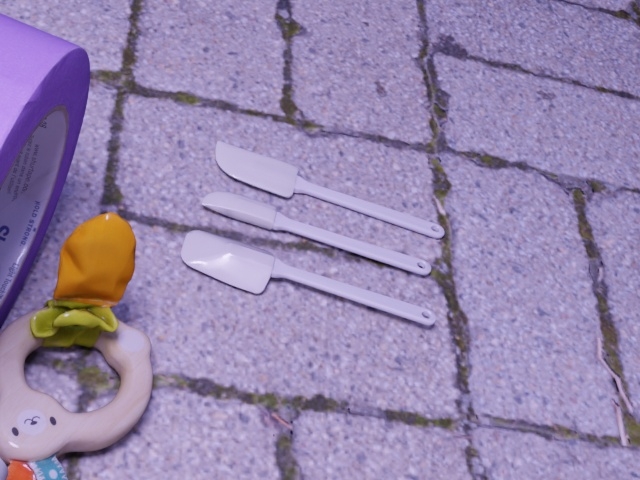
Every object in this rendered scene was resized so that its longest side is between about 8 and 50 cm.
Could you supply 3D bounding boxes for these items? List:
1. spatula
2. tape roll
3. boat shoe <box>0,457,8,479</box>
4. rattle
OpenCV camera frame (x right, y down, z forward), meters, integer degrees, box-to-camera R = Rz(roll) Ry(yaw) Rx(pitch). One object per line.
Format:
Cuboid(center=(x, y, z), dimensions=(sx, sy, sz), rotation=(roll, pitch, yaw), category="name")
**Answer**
Cuboid(center=(0.000, 0.000, 1.020), dimensions=(0.242, 0.019, 0.168), rotation=(19, 42, -8), category="spatula")
Cuboid(center=(-0.254, -0.022, 0.753), dimensions=(0.090, 0.275, 0.275), rotation=(22, 47, -5), category="tape roll")
Cuboid(center=(-0.358, 0.131, 0.691), dimensions=(0.302, 0.114, 0.091), rotation=(17, 54, 3), category="boat shoe")
Cuboid(center=(-0.180, 0.103, 0.779), dimensions=(0.130, 0.142, 0.200), rotation=(39, 39, -13), category="rattle")
